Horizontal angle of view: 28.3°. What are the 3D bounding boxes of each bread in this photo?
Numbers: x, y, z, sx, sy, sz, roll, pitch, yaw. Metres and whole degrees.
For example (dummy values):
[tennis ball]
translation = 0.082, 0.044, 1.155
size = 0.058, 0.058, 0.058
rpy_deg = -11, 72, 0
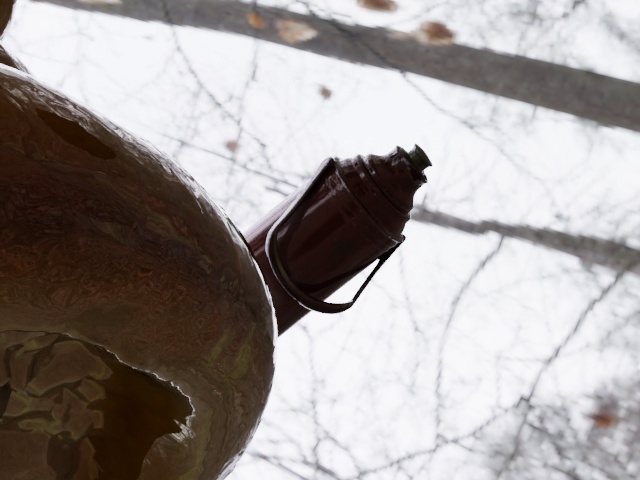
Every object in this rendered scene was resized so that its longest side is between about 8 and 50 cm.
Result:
[bread]
translation = -0.221, 0.058, 0.435
size = 0.424, 0.245, 0.329
rpy_deg = 0, -62, -47

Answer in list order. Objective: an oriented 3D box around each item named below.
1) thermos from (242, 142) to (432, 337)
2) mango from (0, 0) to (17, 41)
[thermos]
translation = -0.002, -0.003, 1.068
size = 0.232, 0.124, 0.099
rpy_deg = -40, -70, 12
[mango]
translation = -0.348, -0.228, 0.997
size = 0.156, 0.251, 0.114
rpy_deg = -66, -12, 24
